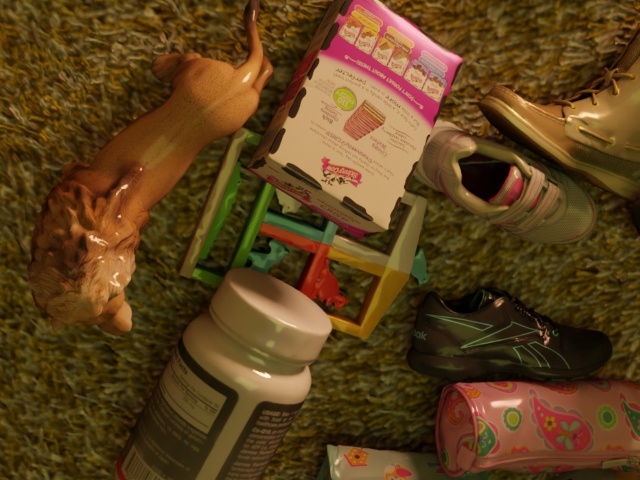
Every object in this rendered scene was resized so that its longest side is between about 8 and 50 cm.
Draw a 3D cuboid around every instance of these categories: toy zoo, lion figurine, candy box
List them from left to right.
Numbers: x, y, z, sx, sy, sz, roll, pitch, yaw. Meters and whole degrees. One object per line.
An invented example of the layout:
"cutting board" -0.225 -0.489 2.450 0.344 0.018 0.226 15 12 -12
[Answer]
"lion figurine" -0.169 -0.092 1.119 0.142 0.240 0.392 34 95 -17
"toy zoo" 0.000 0.000 1.285 0.293 0.030 0.192 21 100 -15
"candy box" 0.041 -0.142 1.188 0.159 0.071 0.234 32 69 -17

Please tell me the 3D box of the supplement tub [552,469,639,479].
"supplement tub" 0.412 0.440 1.322 0.240 0.331 0.241 -3 105 -10

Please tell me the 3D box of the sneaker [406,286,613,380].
"sneaker" 0.242 0.116 1.327 0.267 0.101 0.106 1 98 -14

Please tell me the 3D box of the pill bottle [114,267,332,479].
"pill bottle" -0.109 0.185 1.231 0.161 0.161 0.283 25 105 -16

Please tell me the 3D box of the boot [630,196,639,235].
"boot" 0.500 -0.012 1.332 0.305 0.112 0.115 28 85 -34

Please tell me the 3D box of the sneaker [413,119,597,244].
"sneaker" 0.226 -0.056 1.271 0.252 0.111 0.103 20 100 -15

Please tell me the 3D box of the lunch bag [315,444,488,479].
"lunch bag" 0.084 0.400 1.344 0.223 0.160 0.262 8 119 -17

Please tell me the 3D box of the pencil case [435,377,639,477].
"pencil case" 0.286 0.235 1.334 0.284 0.124 0.124 4 104 -20

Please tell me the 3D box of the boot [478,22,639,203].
"boot" 0.331 -0.178 1.264 0.261 0.095 0.204 24 100 -22
